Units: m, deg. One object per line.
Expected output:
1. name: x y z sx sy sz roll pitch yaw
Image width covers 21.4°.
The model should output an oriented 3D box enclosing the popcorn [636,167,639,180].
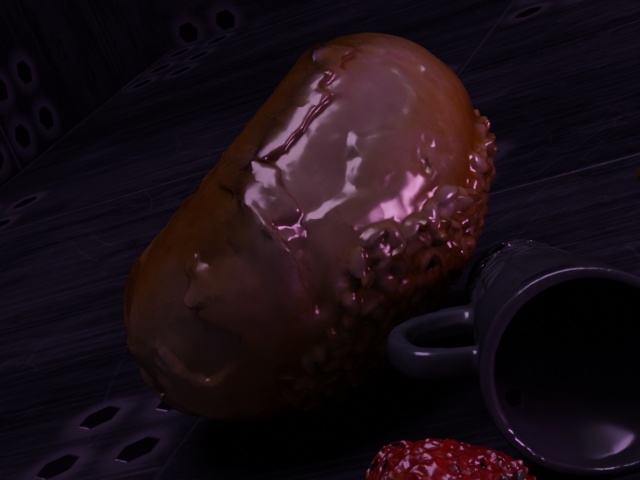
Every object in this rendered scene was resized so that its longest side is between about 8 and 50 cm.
1. popcorn: 0.357 -0.068 1.690 0.083 0.057 0.082 -11 27 28

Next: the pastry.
1. pastry: 0.000 0.000 1.561 0.409 0.245 0.409 -51 2 3

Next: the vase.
1. vase: 0.174 0.073 1.349 0.251 0.156 0.301 -2 10 -3

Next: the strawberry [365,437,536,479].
1. strawberry: 0.085 0.186 1.226 0.140 0.085 0.192 -21 15 16
